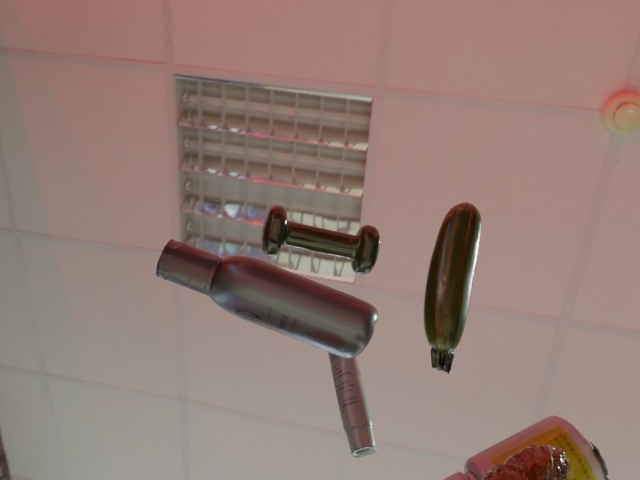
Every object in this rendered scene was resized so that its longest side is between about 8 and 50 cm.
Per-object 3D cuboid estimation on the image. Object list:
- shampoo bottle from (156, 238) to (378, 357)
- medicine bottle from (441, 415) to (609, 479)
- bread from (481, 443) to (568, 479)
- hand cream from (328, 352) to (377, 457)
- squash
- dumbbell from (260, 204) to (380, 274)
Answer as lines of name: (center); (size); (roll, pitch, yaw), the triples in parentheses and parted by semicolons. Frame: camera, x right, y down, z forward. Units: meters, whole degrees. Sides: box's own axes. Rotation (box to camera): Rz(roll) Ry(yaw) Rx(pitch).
shampoo bottle: (-0.041, 0.042, 0.457); (0.165, 0.040, 0.080); (21, -23, 0)
medicine bottle: (0.483, 0.603, 1.488); (0.379, 0.213, 0.213); (-24, -71, -9)
bread: (0.166, 0.292, 0.579); (0.076, 0.233, 0.105); (3, -48, 49)
hand cream: (0.049, 0.268, 1.225); (0.058, 0.331, 0.085); (7, -42, -27)
squash: (0.184, 0.058, 0.859); (0.066, 0.252, 0.066); (12, -19, 4)
dumbbell: (0.000, 0.000, 0.602); (0.118, 0.046, 0.052); (11, -85, -12)
